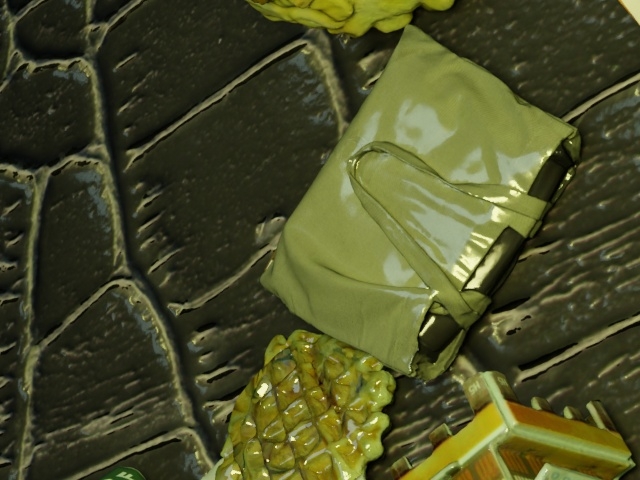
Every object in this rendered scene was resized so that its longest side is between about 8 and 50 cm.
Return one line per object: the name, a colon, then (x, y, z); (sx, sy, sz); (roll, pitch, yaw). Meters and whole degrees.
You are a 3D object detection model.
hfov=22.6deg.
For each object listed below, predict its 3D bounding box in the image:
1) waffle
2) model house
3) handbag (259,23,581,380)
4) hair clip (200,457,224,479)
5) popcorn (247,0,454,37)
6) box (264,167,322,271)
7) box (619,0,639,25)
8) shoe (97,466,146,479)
waffle: (-0.018, 0.191, 1.623); (0.204, 0.054, 0.223); (7, 68, 42)
model house: (0.168, 0.254, 1.326); (0.198, 0.224, 0.215); (-45, 49, 22)
handbag: (0.090, -0.032, 1.580); (0.253, 0.109, 0.315); (36, 96, 38)
hair clip: (-0.101, 0.293, 1.696); (0.220, 0.054, 0.140); (-16, 60, 37)
popcorn: (0.025, -0.340, 1.658); (0.293, 0.237, 0.292); (-22, 61, 47)
box: (0.000, 0.000, 1.718); (0.090, 0.023, 0.133); (39, 104, 45)
box: (0.387, -0.204, 1.242); (0.221, 0.274, 0.091); (-45, 55, 21)
shoe: (-0.275, 0.349, 1.826); (0.265, 0.095, 0.110); (-43, 12, 44)
